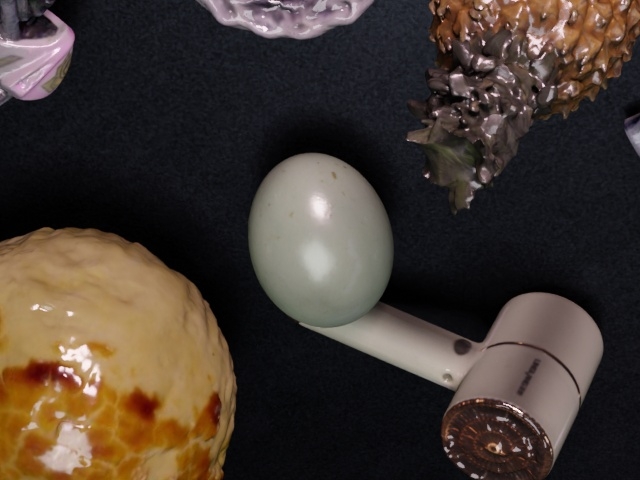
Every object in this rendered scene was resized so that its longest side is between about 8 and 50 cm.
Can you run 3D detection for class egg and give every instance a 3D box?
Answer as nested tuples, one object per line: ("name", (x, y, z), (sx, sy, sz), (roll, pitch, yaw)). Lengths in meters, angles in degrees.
("egg", (0.000, 0.000, 1.728), (0.149, 0.149, 0.192), (-9, 115, 14))

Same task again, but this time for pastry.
("pastry", (-0.280, 0.183, 1.813), (0.389, 0.312, 0.388), (4, 127, 5))

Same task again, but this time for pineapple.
("pineapple", (0.176, -0.168, 1.437), (0.202, 0.362, 0.202), (13, 136, 13))

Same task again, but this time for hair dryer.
("hair dryer", (0.112, 0.116, 1.816), (0.362, 0.203, 0.128), (23, 132, 12))

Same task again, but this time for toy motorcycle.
("toy motorcycle", (-0.372, -0.202, 1.607), (0.327, 0.143, 0.188), (-10, 129, 24))

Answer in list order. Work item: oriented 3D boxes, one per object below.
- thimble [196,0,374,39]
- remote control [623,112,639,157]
("thimble", (-0.036, -0.306, 1.466), (0.217, 0.157, 0.245), (-5, 129, 10))
("remote control", (0.486, -0.154, 1.610), (0.378, 0.044, 0.107), (-25, 128, 26))
